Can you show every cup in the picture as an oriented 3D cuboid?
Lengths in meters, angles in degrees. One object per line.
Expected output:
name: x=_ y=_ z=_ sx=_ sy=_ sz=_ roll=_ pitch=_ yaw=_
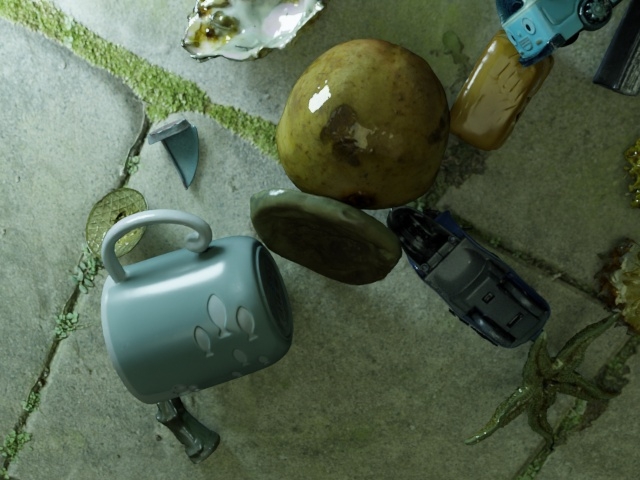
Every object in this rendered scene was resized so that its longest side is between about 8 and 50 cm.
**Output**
cup: x=-0.221 y=0.093 z=1.127 sx=0.274 sy=0.259 sz=0.356 roll=-17 pitch=122 yaw=7

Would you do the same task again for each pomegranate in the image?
pomegranate: x=0.065 y=-0.176 z=1.017 sx=0.281 sy=0.281 sz=0.281 roll=1 pitch=109 yaw=4

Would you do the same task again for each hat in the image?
hat: x=-0.371 y=-0.022 z=1.221 sx=0.146 sy=0.067 sz=0.146 roll=-8 pitch=68 yaw=20

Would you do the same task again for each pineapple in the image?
pineapple: x=0.589 y=0.116 z=1.181 sx=0.135 sy=0.079 sz=0.233 roll=-44 pitch=94 yaw=8

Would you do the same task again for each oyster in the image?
oyster: x=-0.072 y=-0.411 z=1.053 sx=0.355 sy=0.107 sz=0.201 roll=-17 pitch=86 yaw=22

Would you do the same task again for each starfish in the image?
starfish: x=0.448 y=0.265 z=1.207 sx=0.347 sy=0.078 sz=0.358 roll=21 pitch=112 yaw=-32

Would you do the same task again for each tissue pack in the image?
tissue pack: x=0.502 y=-0.315 z=1.021 sx=0.051 sy=0.112 sz=0.156 roll=19 pitch=109 yaw=-1

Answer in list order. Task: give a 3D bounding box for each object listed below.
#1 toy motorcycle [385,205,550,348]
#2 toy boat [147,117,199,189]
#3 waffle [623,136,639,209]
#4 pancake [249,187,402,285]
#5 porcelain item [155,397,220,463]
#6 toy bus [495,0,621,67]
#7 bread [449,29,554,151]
toy motorcycle: x=0.251 y=0.050 z=1.122 sx=0.358 sy=0.212 sz=0.125 roll=39 pitch=105 yaw=-13
toy boat: x=-0.255 y=-0.159 z=1.183 sx=0.096 sy=0.034 sz=0.122 roll=-21 pitch=114 yaw=11
waffle: x=0.626 y=-0.123 z=1.102 sx=0.197 sy=0.070 sz=0.193 roll=-7 pitch=108 yaw=9
pancake: x=0.000 y=0.000 z=1.100 sx=0.294 sy=0.294 sz=0.049 roll=25 pitch=70 yaw=-4
porcelain item: x=-0.303 y=0.364 z=1.330 sx=0.069 sy=0.081 sz=0.215 roll=-34 pitch=103 yaw=14
toy bus: x=0.393 y=-0.406 z=0.966 sx=0.271 sy=0.133 sz=0.165 roll=-38 pitch=95 yaw=-1
bread: x=0.303 y=-0.252 z=1.084 sx=0.116 sy=0.077 sz=0.200 roll=30 pitch=108 yaw=3
